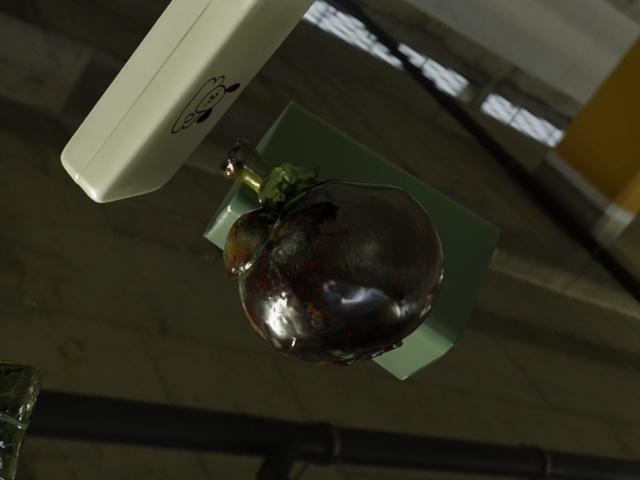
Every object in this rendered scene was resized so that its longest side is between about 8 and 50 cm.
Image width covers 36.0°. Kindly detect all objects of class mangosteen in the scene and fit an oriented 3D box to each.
[{"bbox_3d":[0.000,0.000,1.086,0.289,0.231,0.231,58,-160,0],"label":"mangosteen"}]

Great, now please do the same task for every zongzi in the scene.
[{"bbox_3d":[-0.295,0.153,0.813,0.109,0.119,0.055,11,171,5],"label":"zongzi"}]

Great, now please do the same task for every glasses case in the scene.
[{"bbox_3d":[-0.137,-0.170,1.019,0.070,0.313,0.131,49,-154,10],"label":"glasses case"}]

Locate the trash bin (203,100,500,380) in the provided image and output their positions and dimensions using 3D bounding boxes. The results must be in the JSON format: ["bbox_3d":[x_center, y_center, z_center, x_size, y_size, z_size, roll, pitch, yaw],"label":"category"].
[{"bbox_3d":[0.039,-0.001,1.333,0.343,0.158,0.223,32,-125,-8],"label":"trash bin"}]
